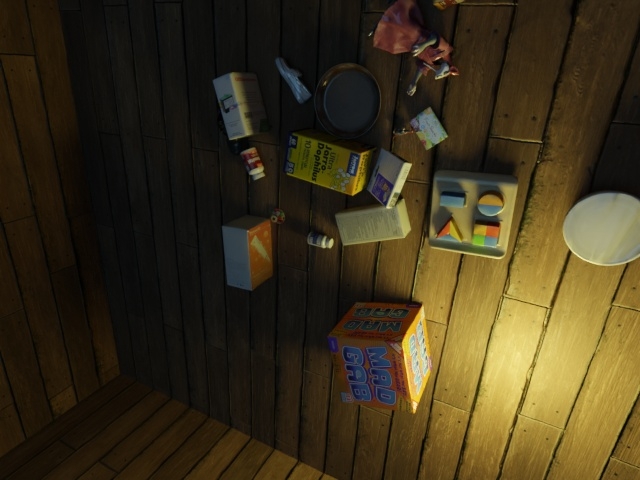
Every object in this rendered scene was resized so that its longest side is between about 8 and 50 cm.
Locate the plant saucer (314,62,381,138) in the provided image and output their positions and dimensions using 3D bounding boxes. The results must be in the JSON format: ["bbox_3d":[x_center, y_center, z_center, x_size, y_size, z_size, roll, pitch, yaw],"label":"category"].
[{"bbox_3d":[0.121,-0.602,1.782,0.311,0.050,0.310,9,111,24],"label":"plant saucer"}]

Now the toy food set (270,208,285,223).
[{"bbox_3d":[-0.226,-0.128,2.172,0.083,0.020,0.082,21,117,21],"label":"toy food set"}]

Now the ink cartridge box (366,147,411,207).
[{"bbox_3d":[0.290,-0.272,1.771,0.208,0.045,0.206,56,134,54],"label":"ink cartridge box"}]

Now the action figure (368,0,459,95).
[{"bbox_3d":[0.380,-0.746,1.550,0.370,0.248,0.275,35,79,-2],"label":"action figure"}]

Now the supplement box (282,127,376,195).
[{"bbox_3d":[0.038,-0.360,1.836,0.357,0.195,0.194,20,117,20],"label":"supplement box"}]

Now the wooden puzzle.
[{"bbox_3d":[0.614,-0.104,1.694,0.322,0.080,0.347,10,113,25],"label":"wooden puzzle"}]

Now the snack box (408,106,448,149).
[{"bbox_3d":[0.441,-0.456,1.672,0.100,0.037,0.141,-32,92,26],"label":"snack box"}]

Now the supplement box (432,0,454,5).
[{"bbox_3d":[0.478,-0.939,1.412,0.192,0.129,0.194,-6,105,30],"label":"supplement box"}]

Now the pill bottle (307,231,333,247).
[{"bbox_3d":[0.000,0.000,2.073,0.120,0.067,0.067,15,115,23],"label":"pill bottle"}]

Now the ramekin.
[{"bbox_3d":[1.020,-0.056,1.467,0.273,0.127,0.272,10,113,25],"label":"ramekin"}]

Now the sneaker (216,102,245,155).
[{"bbox_3d":[-0.464,-0.567,2.066,0.109,0.130,0.286,0,110,26],"label":"sneaker"}]

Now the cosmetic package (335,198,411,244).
[{"bbox_3d":[0.239,-0.083,1.886,0.310,0.113,0.160,-7,105,30],"label":"cosmetic package"}]

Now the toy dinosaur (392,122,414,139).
[{"bbox_3d":[0.352,-0.462,1.734,0.082,0.047,0.090,17,150,12],"label":"toy dinosaur"}]

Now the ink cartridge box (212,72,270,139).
[{"bbox_3d":[-0.369,-0.635,1.943,0.117,0.201,0.278,-5,106,30],"label":"ink cartridge box"}]

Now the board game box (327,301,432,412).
[{"bbox_3d":[0.294,0.532,1.950,0.357,0.356,0.355,-3,107,29],"label":"board game box"}]

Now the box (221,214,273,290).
[{"bbox_3d":[-0.388,0.061,2.218,0.169,0.215,0.345,10,114,25],"label":"box"}]

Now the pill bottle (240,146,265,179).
[{"bbox_3d":[-0.341,-0.390,2.094,0.086,0.086,0.151,-17,101,32],"label":"pill bottle"}]

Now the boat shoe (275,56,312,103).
[{"bbox_3d":[-0.114,-0.734,1.852,0.076,0.083,0.226,-27,106,22],"label":"boat shoe"}]
